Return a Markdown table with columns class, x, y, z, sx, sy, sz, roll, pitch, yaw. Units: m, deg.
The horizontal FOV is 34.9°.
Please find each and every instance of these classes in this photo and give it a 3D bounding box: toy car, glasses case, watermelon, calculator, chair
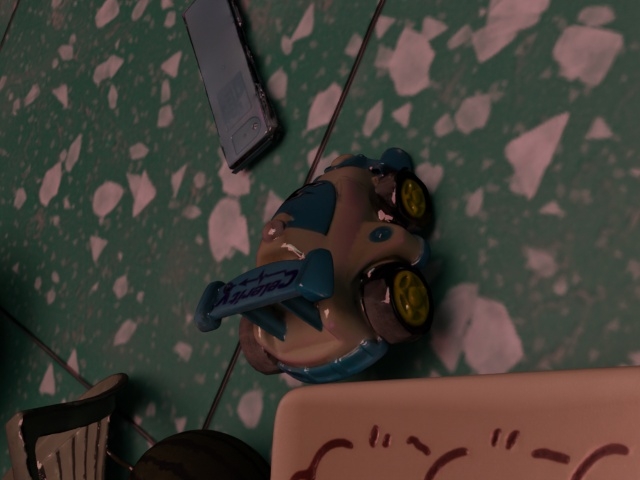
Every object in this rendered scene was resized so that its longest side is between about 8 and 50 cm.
| class | x | y | z | sx | sy | sz | roll | pitch | yaw |
| --- | --- | --- | --- | --- | --- | --- | --- | --- | --- |
| toy car | 0.000 | 0.000 | 0.624 | 0.126 | 0.098 | 0.161 | -16 | 51 | 38 |
| glasses case | 0.118 | 0.138 | 0.507 | 0.336 | 0.076 | 0.144 | -11 | 70 | 40 |
| watermelon | -0.086 | 0.169 | 0.655 | 0.133 | 0.105 | 0.105 | 31 | 100 | 19 |
| calculator | -0.071 | -0.133 | 0.796 | 0.057 | 0.018 | 0.172 | -38 | 55 | 27 |
| chair | -0.199 | 0.234 | 0.712 | 0.203 | 0.190 | 0.275 | -39 | 63 | 26 |
